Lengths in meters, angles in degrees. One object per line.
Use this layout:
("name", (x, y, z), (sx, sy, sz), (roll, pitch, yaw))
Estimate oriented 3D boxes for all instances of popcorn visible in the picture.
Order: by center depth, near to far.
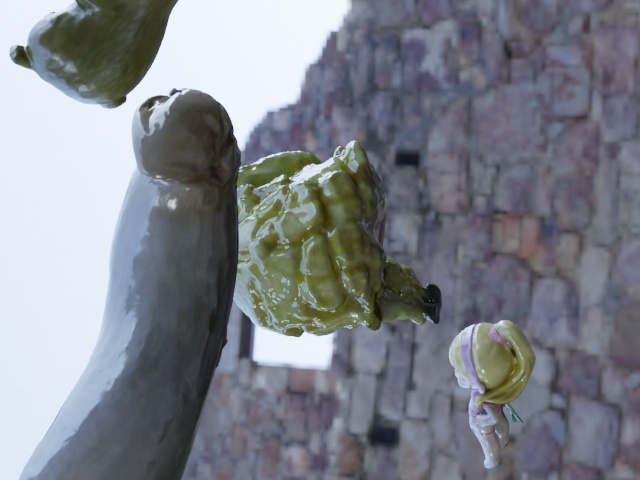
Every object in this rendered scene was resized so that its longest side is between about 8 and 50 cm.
("popcorn", (-0.008, 0.002, 1.821), (0.293, 0.237, 0.293), (35, -131, -53))

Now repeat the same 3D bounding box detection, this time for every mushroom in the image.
("mushroom", (-0.155, 0.054, 1.291), (0.177, 0.126, 0.397), (15, -89, -62))

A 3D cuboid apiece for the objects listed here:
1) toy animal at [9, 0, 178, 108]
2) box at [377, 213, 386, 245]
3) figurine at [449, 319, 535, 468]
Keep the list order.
("toy animal", (-0.262, -0.355, 1.817), (0.363, 0.180, 0.181), (-57, -3, 23))
("box", (0.057, -0.002, 2.228), (0.062, 0.089, 0.122), (60, -143, -80))
("figurine", (0.173, 0.148, 1.337), (0.083, 0.083, 0.187), (-67, -26, -48))
